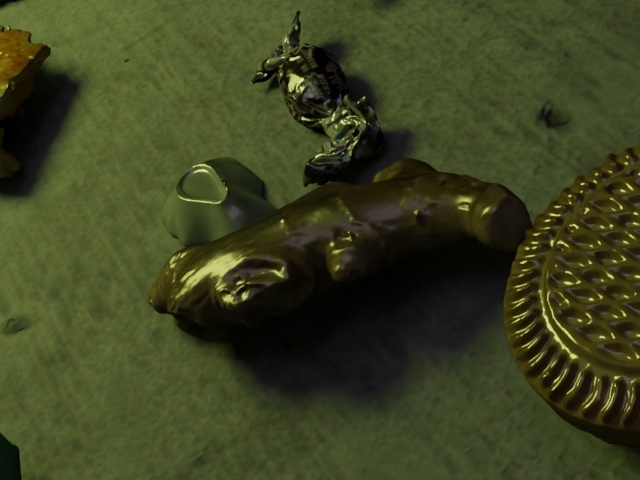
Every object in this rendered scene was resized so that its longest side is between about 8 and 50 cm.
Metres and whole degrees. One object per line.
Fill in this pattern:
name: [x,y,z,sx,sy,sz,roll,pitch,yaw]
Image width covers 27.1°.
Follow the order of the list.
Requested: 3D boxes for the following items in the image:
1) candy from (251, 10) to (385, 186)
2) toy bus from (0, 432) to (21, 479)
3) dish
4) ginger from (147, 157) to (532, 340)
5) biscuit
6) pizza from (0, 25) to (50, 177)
candy: [-0.011,-0.128,1.173,0.094,0.051,0.226,-32,41,9]
toy bus: [-0.266,0.246,0.950,0.091,0.109,0.261,-21,43,8]
dish: [-0.092,-0.036,1.148,0.091,0.039,0.137,-44,40,-10]
ginger: [-0.002,0.001,1.010,0.333,0.080,0.166,-24,25,20]
biscuit: [0.243,0.028,0.827,0.259,0.079,0.259,-20,41,19]
pizza: [-0.387,-0.166,1.450,0.182,0.074,0.365,-45,41,-8]
